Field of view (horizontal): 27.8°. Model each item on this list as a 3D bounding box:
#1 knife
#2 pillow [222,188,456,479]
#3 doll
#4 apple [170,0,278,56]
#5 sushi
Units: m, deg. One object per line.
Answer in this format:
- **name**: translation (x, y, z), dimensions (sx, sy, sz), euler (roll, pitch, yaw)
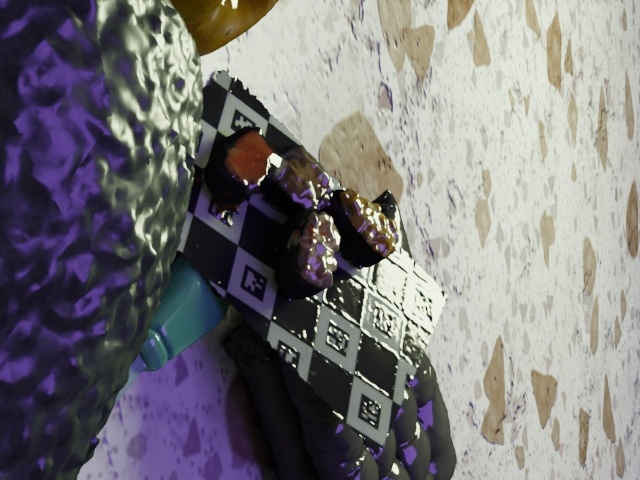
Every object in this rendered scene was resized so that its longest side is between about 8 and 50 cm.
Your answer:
- **knife**: translation (-0.132, 0.079, 0.853), dimensions (0.260, 0.034, 0.063), euler (-47, 125, -52)
- **pillow**: translation (0.032, 0.147, 1.121), dimensions (0.228, 0.101, 0.326), euler (-52, 132, -50)
- **doll**: translation (-0.185, 0.015, 0.537), dimensions (0.247, 0.247, 0.349), euler (30, 69, -61)
- **apple**: translation (-0.091, -0.210, 0.782), dimensions (0.195, 0.173, 0.160), euler (-47, 173, 5)
- **sushi**: translation (0.000, 0.000, 0.983), dimensions (0.279, 0.043, 0.192), euler (47, 41, -16)
